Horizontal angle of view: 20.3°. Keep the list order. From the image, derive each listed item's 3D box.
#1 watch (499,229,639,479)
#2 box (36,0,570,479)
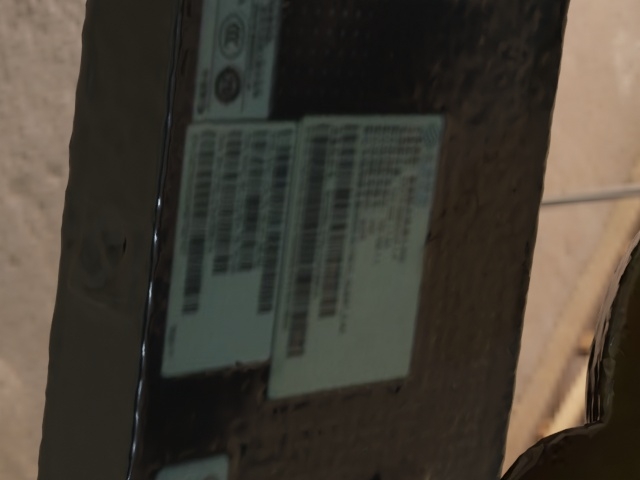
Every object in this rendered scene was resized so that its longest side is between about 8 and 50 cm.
[{"bbox_3d":[0.234,0.015,0.518,0.327,0.314,0.335,130,-32,-75],"label":"watch"},{"bbox_3d":[0.000,0.000,0.665,0.211,0.058,0.350,-5,106,-45],"label":"box"}]
